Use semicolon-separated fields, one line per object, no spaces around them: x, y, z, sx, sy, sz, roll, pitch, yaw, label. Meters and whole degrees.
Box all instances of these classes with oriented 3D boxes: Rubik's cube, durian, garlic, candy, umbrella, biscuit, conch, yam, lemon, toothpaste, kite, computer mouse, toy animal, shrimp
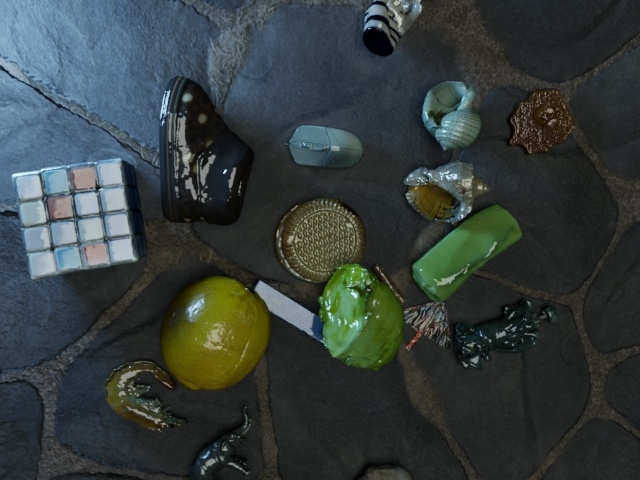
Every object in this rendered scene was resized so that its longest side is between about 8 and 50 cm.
-0.584;-0.060;1.583;0.253;0.256;0.259;-10;96;-9;Rubik's cube
0.117;0.221;1.763;0.339;0.204;0.256;35;80;-49;durian
0.206;0.769;1.840;0.218;0.212;0.219;-2;95;-17;garlic
0.425;0.035;1.859;0.343;0.132;0.142;-37;58;-7;candy
0.566;0.274;1.921;0.349;0.094;0.143;-17;103;-11;umbrella
0.000;0.000;1.790;0.259;0.079;0.259;-1;95;-11;biscuit
0.353;-0.140;1.813;0.245;0.163;0.178;9;77;18;conch
0.202;0.130;1.868;0.032;0.032;0.145;-38;100;-5;yam
-0.275;0.241;1.661;0.297;0.297;0.297;-1;96;-11;lemon
0.647;-0.347;1.904;0.215;0.034;0.182;-33;100;-4;biscuit
-0.079;0.206;1.811;0.272;0.053;0.066;33;85;-11;toothpaste
0.312;0.249;1.911;0.232;0.009;0.189;35;89;-11;kite
0.015;-0.260;1.774;0.229;0.068;0.113;3;93;-11;computer mouse
-0.259;0.607;1.799;0.137;0.082;0.269;44;87;-13;toy animal
0.374;-0.345;1.806;0.172;0.131;0.200;20;62;13;conch
-0.471;0.427;1.759;0.253;0.058;0.173;23;82;-10;shrimp

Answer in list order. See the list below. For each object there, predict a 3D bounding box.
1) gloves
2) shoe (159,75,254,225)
0.191;-0.624;1.757;0.140;0.131;0.219;26;60;-10;gloves
-0.292;-0.231;1.664;0.237;0.171;0.384;1;97;-4;shoe
